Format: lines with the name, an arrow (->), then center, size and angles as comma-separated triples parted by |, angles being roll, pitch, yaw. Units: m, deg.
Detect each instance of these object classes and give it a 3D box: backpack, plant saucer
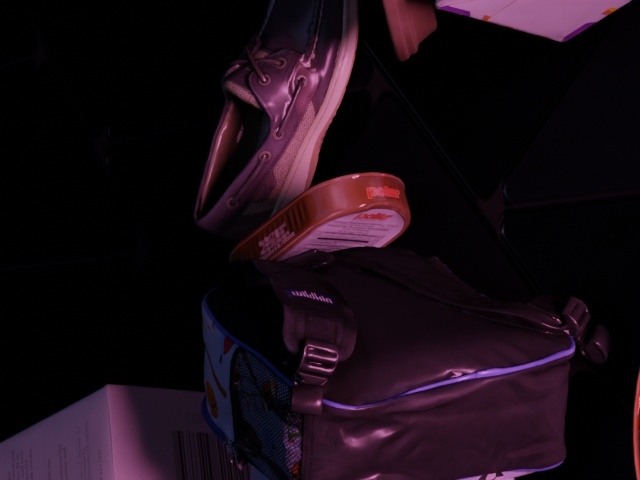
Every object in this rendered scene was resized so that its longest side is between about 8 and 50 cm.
backpack -> 0.035, 0.110, 1.368 | 0.263, 0.276, 0.213 | 40, 128, 52
plant saucer -> 0.056, -0.284, 1.450 | 0.278, 0.041, 0.278 | -10, -90, -85

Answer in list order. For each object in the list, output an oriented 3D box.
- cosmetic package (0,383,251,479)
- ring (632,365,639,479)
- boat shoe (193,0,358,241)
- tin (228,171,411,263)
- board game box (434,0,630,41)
cosmetic package -> -0.205, 0.263, 1.662 | 0.385, 0.217, 0.156 | -32, 58, 46
ring -> 0.334, 0.118, 1.141 | 0.336, 0.032, 0.336 | -16, 69, 50
boat shoe -> -0.045, -0.132, 1.630 | 0.103, 0.092, 0.285 | 29, 106, 51
tin -> 0.000, 0.000, 1.538 | 0.190, 0.106, 0.040 | -38, 62, 43
board game box -> 0.162, -0.314, 1.360 | 0.144, 0.142, 0.275 | -30, 60, 45
